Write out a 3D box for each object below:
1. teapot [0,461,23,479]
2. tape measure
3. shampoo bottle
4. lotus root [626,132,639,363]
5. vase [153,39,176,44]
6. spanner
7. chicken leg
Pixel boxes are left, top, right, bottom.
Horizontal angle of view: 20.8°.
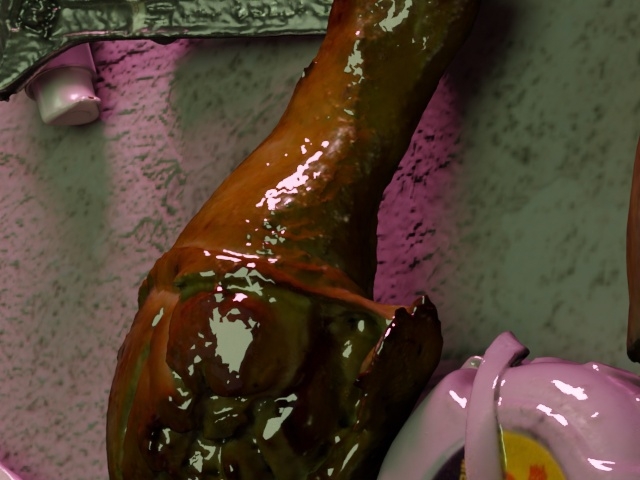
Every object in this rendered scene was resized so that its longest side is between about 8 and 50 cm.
[{"bbox_3d":[-0.263,0.226,1.045,0.178,0.221,0.163,13,121,33],"label":"teapot"},{"bbox_3d":[0.097,0.153,0.761,0.197,0.120,0.236,-6,68,54],"label":"tape measure"},{"bbox_3d":[-0.189,-0.162,1.167,0.074,0.074,0.192,-29,68,28],"label":"shampoo bottle"},{"bbox_3d":[0.257,-0.090,0.666,0.250,0.250,0.346,11,75,42],"label":"lotus root"},{"bbox_3d":[-0.044,-0.203,1.069,0.211,0.060,0.060,-47,49,23],"label":"vase"},{"bbox_3d":[-0.102,-0.134,1.064,0.325,0.026,0.093,1,94,26],"label":"spanner"},{"bbox_3d":[-0.003,0.008,0.896,0.211,0.140,0.361,34,99,51],"label":"chicken leg"}]
